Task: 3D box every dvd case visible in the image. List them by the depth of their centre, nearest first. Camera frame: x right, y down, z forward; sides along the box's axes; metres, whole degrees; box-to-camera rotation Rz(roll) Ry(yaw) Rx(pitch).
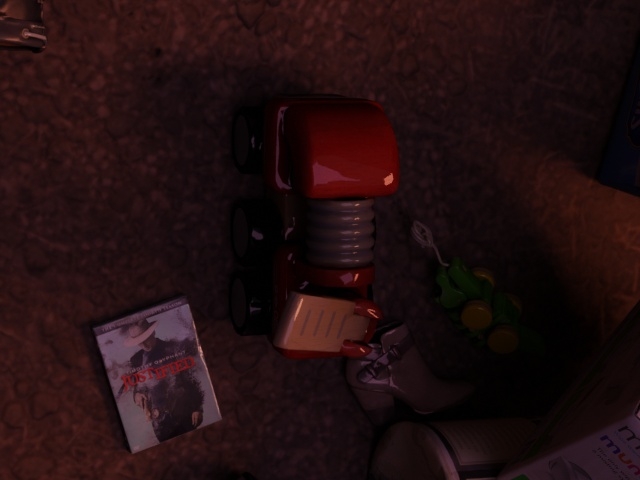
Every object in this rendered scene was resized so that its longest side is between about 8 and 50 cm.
[{"bbox_3d":[-0.140,0.115,1.292,0.087,0.013,0.119,-19,105,-17],"label":"dvd case"}]

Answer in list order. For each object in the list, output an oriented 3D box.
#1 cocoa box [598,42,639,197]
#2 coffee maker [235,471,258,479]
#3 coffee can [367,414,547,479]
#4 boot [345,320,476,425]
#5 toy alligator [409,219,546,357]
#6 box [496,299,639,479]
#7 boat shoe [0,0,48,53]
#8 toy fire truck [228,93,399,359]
[{"bbox_3d":[0.476,-0.101,1.369,0.347,0.228,0.231,16,92,-22],"label":"cocoa box"},{"bbox_3d":[-0.081,0.314,1.311,0.178,0.120,0.171,-37,134,-10],"label":"coffee maker"},{"bbox_3d":[0.203,0.254,1.348,0.275,0.201,0.201,0,100,-20],"label":"coffee can"},{"bbox_3d":[0.080,0.115,1.362,0.118,0.042,0.087,-16,103,-18],"label":"boot"},{"bbox_3d":[0.130,0.053,1.366,0.051,0.056,0.190,-34,117,32],"label":"toy alligator"},{"bbox_3d":[0.298,0.115,1.192,0.127,0.231,0.262,45,61,0],"label":"box"},{"bbox_3d":[-0.321,-0.159,1.134,0.233,0.084,0.079,-12,104,-21],"label":"boat shoe"},{"bbox_3d":[0.000,0.000,1.197,0.158,0.246,0.217,-2,101,-21],"label":"toy fire truck"}]
